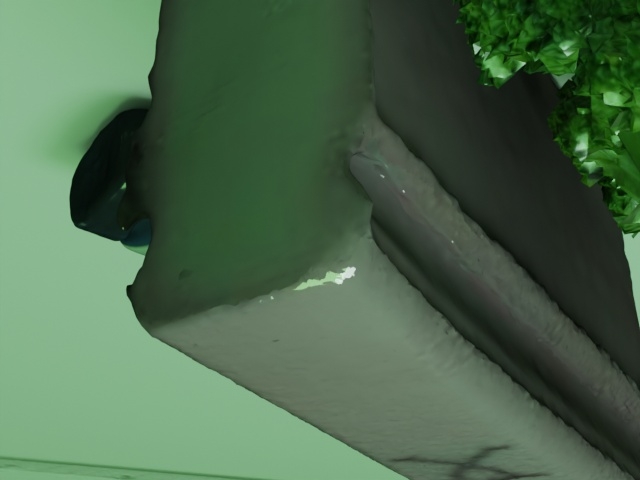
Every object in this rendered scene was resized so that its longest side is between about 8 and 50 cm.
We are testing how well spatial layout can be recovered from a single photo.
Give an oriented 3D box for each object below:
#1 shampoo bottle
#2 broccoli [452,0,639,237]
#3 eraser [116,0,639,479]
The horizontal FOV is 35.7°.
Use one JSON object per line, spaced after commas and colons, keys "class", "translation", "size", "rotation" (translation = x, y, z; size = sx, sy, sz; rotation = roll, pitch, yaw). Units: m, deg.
{"class": "shampoo bottle", "translation": [0.000, 0.000, 0.749], "size": [0.359, 0.078, 0.134], "rotation": [22, 140, -32]}
{"class": "broccoli", "translation": [0.235, -0.075, 0.395], "size": [0.321, 0.310, 0.413], "rotation": [53, 162, -22]}
{"class": "eraser", "translation": [0.065, -0.014, 0.540], "size": [0.122, 0.272, 0.359], "rotation": [-16, 145, 28]}
